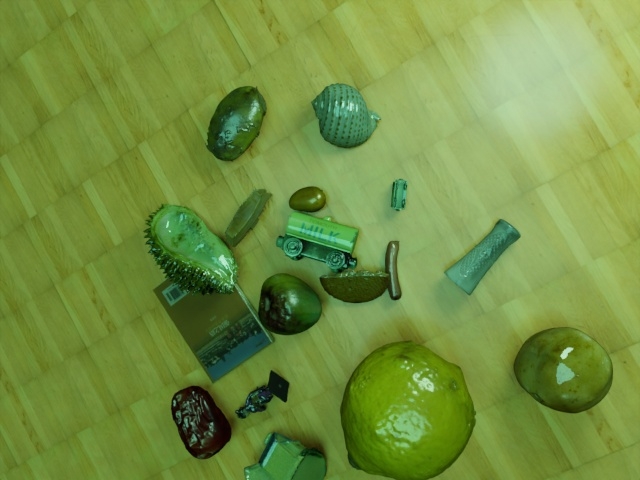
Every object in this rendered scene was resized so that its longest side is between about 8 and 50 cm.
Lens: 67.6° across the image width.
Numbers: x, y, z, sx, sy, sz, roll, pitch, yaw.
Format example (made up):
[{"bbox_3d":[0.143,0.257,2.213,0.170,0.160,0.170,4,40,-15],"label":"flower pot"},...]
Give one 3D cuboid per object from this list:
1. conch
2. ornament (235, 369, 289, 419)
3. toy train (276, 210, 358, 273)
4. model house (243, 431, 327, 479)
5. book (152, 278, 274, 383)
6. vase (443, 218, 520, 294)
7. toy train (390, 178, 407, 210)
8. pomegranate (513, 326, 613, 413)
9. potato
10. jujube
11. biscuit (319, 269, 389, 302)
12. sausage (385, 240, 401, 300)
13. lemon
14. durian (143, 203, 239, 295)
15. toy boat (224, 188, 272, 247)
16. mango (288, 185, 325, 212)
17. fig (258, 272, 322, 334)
[{"bbox_3d":[0.068,-0.360,1.373,0.200,0.131,0.172,16,96,12],"label":"conch"},{"bbox_3d":[-0.187,0.510,1.518,0.081,0.088,0.203,36,114,-16],"label":"ornament"},{"bbox_3d":[0.000,0.000,1.434,0.253,0.105,0.157,17,83,11],"label":"toy train"},{"bbox_3d":[-0.112,0.704,1.478,0.189,0.195,0.214,20,83,35],"label":"model house"},{"bbox_3d":[-0.353,0.243,1.555,0.262,0.028,0.374,-36,85,12],"label":"book"},{"bbox_3d":[0.455,0.043,1.334,0.096,0.096,0.219,43,98,7],"label":"vase"},{"bbox_3d":[0.226,-0.133,1.389,0.038,0.056,0.093,4,94,-5],"label":"toy train"},{"bbox_3d":[0.634,0.339,1.250,0.233,0.233,0.233,1,94,12],"label":"pomegranate"},{"bbox_3d":[-0.256,-0.359,1.453,0.149,0.113,0.251,33,100,7],"label":"potato"},{"bbox_3d":[-0.383,0.575,1.526,0.155,0.155,0.230,-33,76,12],"label":"jujube"},{"bbox_3d":[0.103,0.138,1.422,0.206,0.025,0.126,-2,130,9],"label":"biscuit"},{"bbox_3d":[0.216,0.090,1.414,0.047,0.040,0.177,-4,91,14],"label":"sausage"},{"bbox_3d":[0.219,0.457,1.279,0.387,0.350,0.350,-41,84,0],"label":"lemon"},{"bbox_3d":[-0.413,0.046,1.515,0.394,0.163,0.198,36,56,19],"label":"durian"},{"bbox_3d":[-0.222,-0.071,1.485,0.064,0.072,0.206,35,87,23],"label":"toy boat"},{"bbox_3d":[-0.040,-0.122,1.447,0.114,0.060,0.080,-16,87,17],"label":"mango"},{"bbox_3d":[-0.090,0.194,1.428,0.191,0.181,0.181,17,98,-16],"label":"fig"}]
